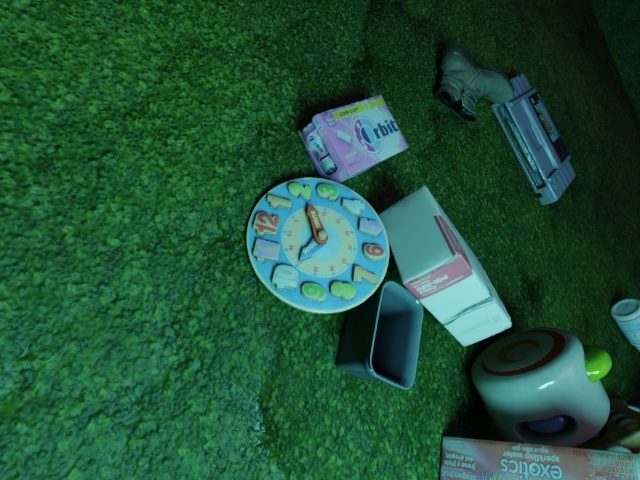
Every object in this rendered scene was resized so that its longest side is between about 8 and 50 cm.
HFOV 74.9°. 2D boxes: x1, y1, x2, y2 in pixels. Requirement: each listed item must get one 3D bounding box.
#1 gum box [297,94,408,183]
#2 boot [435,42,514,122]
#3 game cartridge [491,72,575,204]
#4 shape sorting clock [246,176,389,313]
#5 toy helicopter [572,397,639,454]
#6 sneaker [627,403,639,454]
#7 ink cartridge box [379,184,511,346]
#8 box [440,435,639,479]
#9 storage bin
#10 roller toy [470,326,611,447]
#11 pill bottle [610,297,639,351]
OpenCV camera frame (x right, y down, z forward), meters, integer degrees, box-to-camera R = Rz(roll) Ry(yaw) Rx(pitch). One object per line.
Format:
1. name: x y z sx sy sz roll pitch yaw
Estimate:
1. gum box: 0.056 -0.169 0.708 0.188 0.062 0.107 -32 94 -41
2. boot: 0.376 -0.355 1.031 0.246 0.083 0.161 19 70 -26
3. game cartridge: 0.617 -0.302 1.206 0.230 0.068 0.355 -33 95 -36
4. shape sorting clock: 0.000 0.000 0.584 0.206 0.040 0.206 4 64 -9
5. toy helicopter: 0.549 0.336 0.723 0.235 0.355 0.140 -13 82 -58
6. sneaker: 0.676 0.458 0.954 0.282 0.153 0.099 -2 106 -7
7. ink cartridge box: 0.197 0.045 0.659 0.218 0.092 0.159 41 26 -36
8. box: 0.327 0.368 0.571 0.154 0.300 0.142 31 57 -27
9. storage bin: 0.084 0.140 0.601 0.098 0.091 0.135 31 58 -26
10. roller toy: 0.375 0.257 0.724 0.191 0.209 0.146 -28 92 -16
11. pill bottle: 0.938 0.256 1.235 0.160 0.087 0.087 52 50 -13
